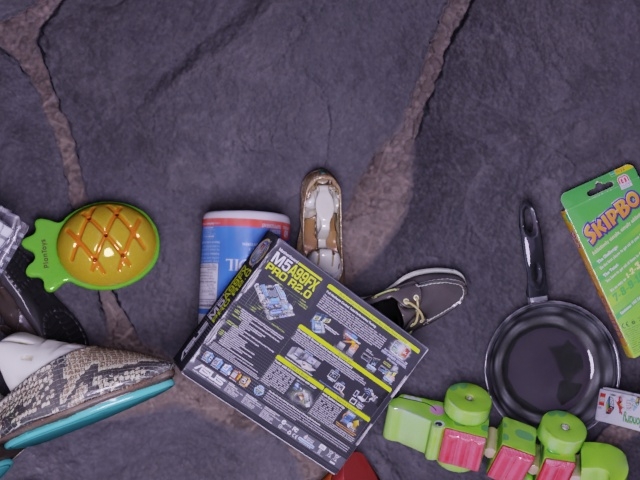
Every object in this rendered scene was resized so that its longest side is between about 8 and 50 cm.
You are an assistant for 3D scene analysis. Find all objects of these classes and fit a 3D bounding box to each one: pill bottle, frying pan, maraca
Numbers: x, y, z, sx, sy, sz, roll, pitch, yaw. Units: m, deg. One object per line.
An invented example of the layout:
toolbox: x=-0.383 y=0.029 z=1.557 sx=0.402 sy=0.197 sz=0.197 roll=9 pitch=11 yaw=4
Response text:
pill bottle: x=-0.105 y=0.073 z=1.684 sx=0.124 sy=0.124 sz=0.221 roll=1 pitch=87 yaw=-5
frying pan: x=0.296 y=0.130 z=1.748 sx=0.197 sy=0.053 sz=0.326 roll=-31 pitch=89 yaw=-6
maraca: x=-0.315 y=0.010 z=1.681 sx=0.186 sy=0.099 sz=0.127 roll=-9 pitch=71 yaw=-11

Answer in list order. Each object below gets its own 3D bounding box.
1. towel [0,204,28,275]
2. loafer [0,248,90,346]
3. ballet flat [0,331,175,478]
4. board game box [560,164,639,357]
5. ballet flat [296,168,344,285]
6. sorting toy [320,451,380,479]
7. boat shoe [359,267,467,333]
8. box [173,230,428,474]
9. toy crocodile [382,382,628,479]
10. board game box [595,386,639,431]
towel: x=-0.546 y=0.015 z=1.622 sx=0.284 sy=0.121 sz=0.235 roll=28 pitch=82 yaw=23
loafer: x=-0.396 y=0.114 z=1.690 sx=0.078 sy=0.080 sz=0.220 roll=-29 pitch=93 yaw=32
ballet flat: x=-0.424 y=0.233 z=1.594 sx=0.483 sy=0.164 sz=0.182 roll=-34 pitch=80 yaw=11
board game box: x=0.451 y=0.029 z=1.780 sx=0.124 sy=0.039 sz=0.259 roll=-24 pitch=90 yaw=-7
ballet flat: x=0.000 y=0.000 z=1.727 sx=0.073 sy=0.067 sz=0.206 roll=-4 pitch=86 yaw=-7
sorting toy: x=-0.006 y=0.443 z=1.598 sx=0.126 sy=0.365 sz=0.127 roll=-21 pitch=122 yaw=25
boat shoe: x=0.106 y=0.103 z=1.716 sx=0.228 sy=0.068 sz=0.081 roll=-18 pitch=110 yaw=-6
box: x=-0.024 y=0.151 z=1.619 sx=0.270 sy=0.060 sz=0.216 roll=36 pitch=88 yaw=-21
toy crocodile: x=0.253 y=0.287 z=1.679 sx=0.341 sy=0.105 sz=0.115 roll=16 pitch=122 yaw=3
board game box: x=0.558 y=0.259 z=1.670 sx=0.305 sy=0.193 sz=0.053 roll=12 pitch=86 yaw=-12
